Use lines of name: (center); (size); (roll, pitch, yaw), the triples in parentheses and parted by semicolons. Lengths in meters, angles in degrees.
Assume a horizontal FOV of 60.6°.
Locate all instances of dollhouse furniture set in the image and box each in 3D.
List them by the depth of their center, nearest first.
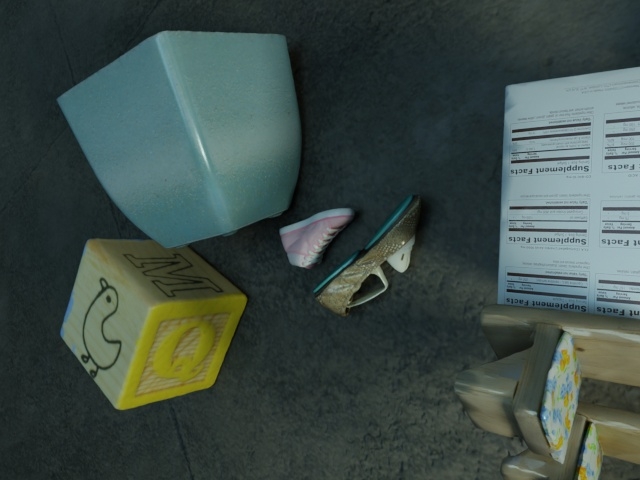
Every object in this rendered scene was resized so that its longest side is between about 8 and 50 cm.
dollhouse furniture set: (0.227, 0.311, 0.369); (0.256, 0.394, 0.362); (3, 50, 38)

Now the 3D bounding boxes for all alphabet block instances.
alphabet block: (-0.271, 0.123, 0.891); (0.197, 0.193, 0.193); (33, 110, 33)

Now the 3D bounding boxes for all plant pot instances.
plant pot: (-0.172, -0.131, 0.796); (0.247, 0.247, 0.253); (-13, 98, 37)

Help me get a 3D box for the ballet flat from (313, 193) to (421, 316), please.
ballet flat: (0.075, 0.027, 0.716); (0.067, 0.073, 0.206); (43, 120, 0)

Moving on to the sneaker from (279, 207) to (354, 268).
sneaker: (0.000, 0.000, 0.774); (0.134, 0.050, 0.070); (-19, 79, 39)

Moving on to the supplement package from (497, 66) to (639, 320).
supplement package: (0.262, -0.023, 0.481); (0.149, 0.194, 0.203); (3, 91, 38)
